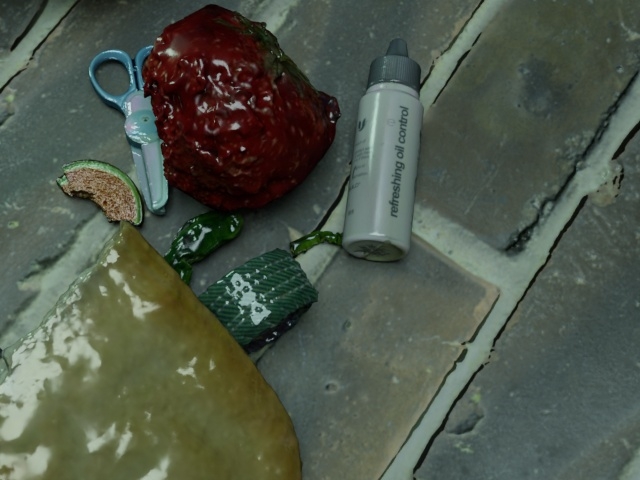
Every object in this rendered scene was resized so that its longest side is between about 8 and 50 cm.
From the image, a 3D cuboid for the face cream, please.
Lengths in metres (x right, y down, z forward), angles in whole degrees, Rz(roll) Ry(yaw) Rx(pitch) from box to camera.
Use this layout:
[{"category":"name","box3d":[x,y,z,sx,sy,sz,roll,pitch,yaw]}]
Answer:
[{"category":"face cream","box3d":[0.089,-0.130,1.523,0.092,0.092,0.311,7,68,1]}]

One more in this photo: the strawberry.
[{"category":"strawberry","box3d":[-0.121,-0.159,1.467,0.274,0.274,0.220,47,108,14]}]

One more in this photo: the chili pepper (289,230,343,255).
[{"category":"chili pepper","box3d":[0.000,0.000,1.509,0.083,0.022,0.027,-11,37,-5]}]

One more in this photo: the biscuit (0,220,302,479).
[{"category":"biscuit","box3d":[-0.231,0.275,1.283,0.429,0.104,0.446,-42,98,-22]}]

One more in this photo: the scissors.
[{"category":"scissors","box3d":[-0.237,-0.152,1.551,0.125,0.030,0.256,-10,68,-9]}]

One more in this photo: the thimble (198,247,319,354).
[{"category":"thimble","box3d":[-0.081,0.079,1.426,0.135,0.118,0.090,-29,77,-28]}]

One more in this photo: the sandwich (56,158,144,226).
[{"category":"sandwich","box3d":[-0.283,-0.065,1.518,0.135,0.029,0.067,34,78,9]}]

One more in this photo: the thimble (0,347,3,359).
[{"category":"thimble","box3d":[-0.429,0.187,1.361,0.150,0.150,0.098,-41,76,-15]}]

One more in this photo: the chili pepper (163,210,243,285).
[{"category":"chili pepper","box3d":[-0.167,0.030,1.476,0.073,0.050,0.182,27,73,1]}]
